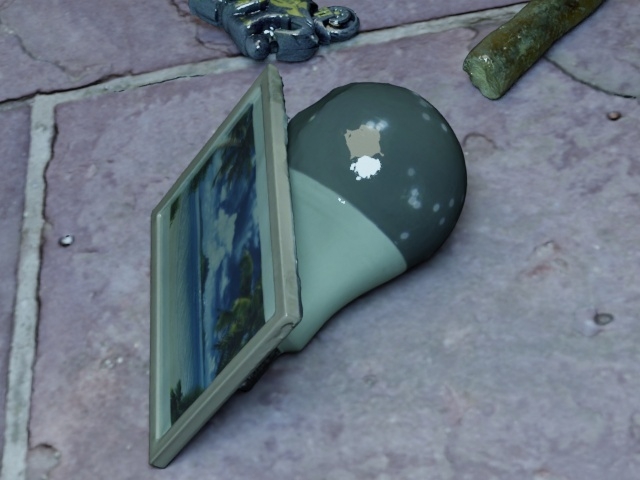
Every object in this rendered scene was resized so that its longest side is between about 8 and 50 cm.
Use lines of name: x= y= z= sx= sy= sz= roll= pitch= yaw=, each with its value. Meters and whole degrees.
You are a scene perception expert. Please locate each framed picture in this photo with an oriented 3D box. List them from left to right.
framed picture: x=-0.092 y=0.017 z=1.297 sx=0.024 sy=0.232 sz=0.315 roll=23 pitch=39 yaw=-25

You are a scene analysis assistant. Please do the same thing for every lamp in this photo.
lamp: x=-0.004 y=-0.010 z=1.334 sx=0.314 sy=0.182 sz=0.182 roll=-44 pitch=49 yaw=2

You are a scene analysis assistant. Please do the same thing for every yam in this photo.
yam: x=0.250 y=-0.245 z=1.547 sx=0.061 sy=0.061 sz=0.253 roll=29 pitch=60 yaw=33

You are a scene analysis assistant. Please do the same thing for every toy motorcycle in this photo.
toy motorcycle: x=-0.060 y=-0.247 z=1.618 sx=0.193 sy=0.061 sz=0.124 roll=22 pitch=49 yaw=20
